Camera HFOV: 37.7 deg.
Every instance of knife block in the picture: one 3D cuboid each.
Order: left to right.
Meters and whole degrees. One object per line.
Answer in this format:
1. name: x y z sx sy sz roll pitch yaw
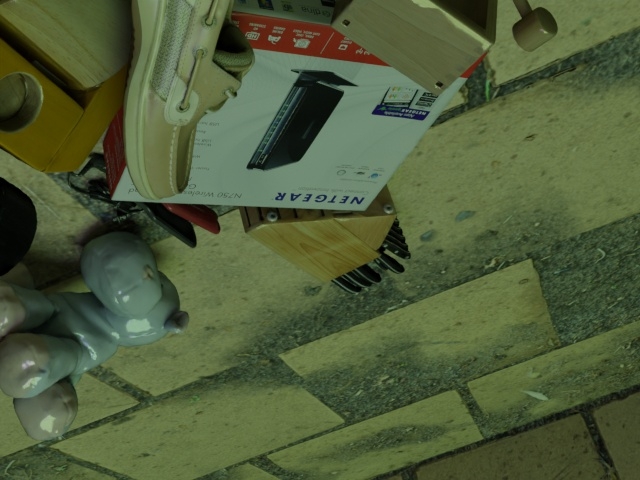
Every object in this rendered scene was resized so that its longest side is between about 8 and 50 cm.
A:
1. knife block: 0.000 0.000 1.304 0.275 0.088 0.242 -5 148 -21

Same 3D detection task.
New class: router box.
1. router box: -0.036 -0.154 1.028 0.335 0.082 0.301 1 146 -28

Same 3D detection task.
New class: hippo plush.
1. hippo plush: -0.290 0.123 1.218 0.236 0.234 0.294 -24 133 -10

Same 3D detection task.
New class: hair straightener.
1. hair straightener: -0.229 -0.040 1.162 0.089 0.047 0.230 -31 147 24

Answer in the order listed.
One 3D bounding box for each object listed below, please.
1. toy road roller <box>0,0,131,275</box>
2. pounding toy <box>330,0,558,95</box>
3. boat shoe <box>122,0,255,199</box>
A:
1. toy road roller: -0.337 -0.149 0.825 0.330 0.240 0.202 -56 148 -6
2. pounding toy: 0.124 -0.230 0.911 0.206 0.181 0.094 29 137 -20
3. boat shoe: -0.108 -0.152 0.802 0.098 0.109 0.302 11 130 -2
